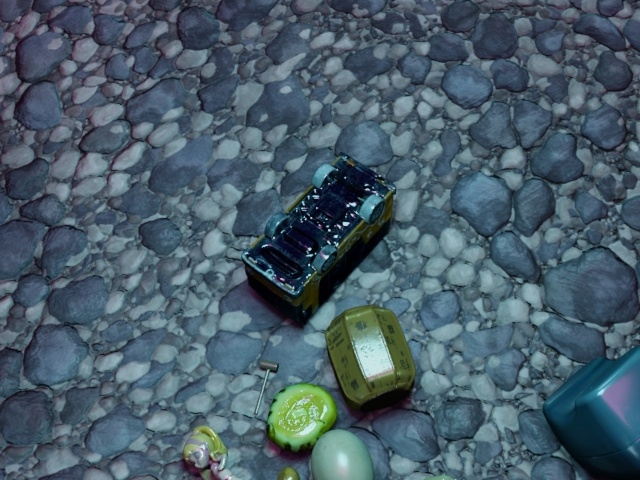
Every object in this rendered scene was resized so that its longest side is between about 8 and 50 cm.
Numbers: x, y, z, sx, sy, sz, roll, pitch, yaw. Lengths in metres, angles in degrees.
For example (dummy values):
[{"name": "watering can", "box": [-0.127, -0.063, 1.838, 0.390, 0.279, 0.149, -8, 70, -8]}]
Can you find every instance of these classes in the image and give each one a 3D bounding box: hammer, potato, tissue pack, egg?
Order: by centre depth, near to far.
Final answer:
[{"name": "tissue pack", "box": [0.536, 0.316, 1.631, 0.198, 0.287, 0.206, -37, 81, -15]}, {"name": "egg", "box": [0.041, 0.422, 1.709, 0.114, 0.114, 0.152, -17, 55, -4]}, {"name": "potato", "box": [-0.060, 0.468, 1.733, 0.045, 0.046, 0.092, -29, 41, 38]}, {"name": "hammer", "box": [-0.114, 0.293, 1.851, 0.035, 0.019, 0.110, 11, 68, 11]}]

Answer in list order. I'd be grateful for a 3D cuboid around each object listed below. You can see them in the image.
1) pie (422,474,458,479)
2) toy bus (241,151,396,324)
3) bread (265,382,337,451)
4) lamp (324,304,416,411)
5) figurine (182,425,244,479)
[{"name": "pie", "box": [0.202, 0.542, 1.646, 0.201, 0.090, 0.248, 41, 75, 19]}, {"name": "toy bus", "box": [0.000, 0.000, 1.900, 0.162, 0.194, 0.323, 35, 66, 20]}, {"name": "bread", "box": [-0.037, 0.341, 1.784, 0.130, 0.071, 0.139, 19, 63, 14]}, {"name": "lamp", "box": [0.095, 0.227, 1.792, 0.161, 0.161, 0.185, -16, 64, -4]}, {"name": "figurine", "box": [-0.188, 0.426, 1.756, 0.187, 0.083, 0.083, 35, 69, 27]}]
